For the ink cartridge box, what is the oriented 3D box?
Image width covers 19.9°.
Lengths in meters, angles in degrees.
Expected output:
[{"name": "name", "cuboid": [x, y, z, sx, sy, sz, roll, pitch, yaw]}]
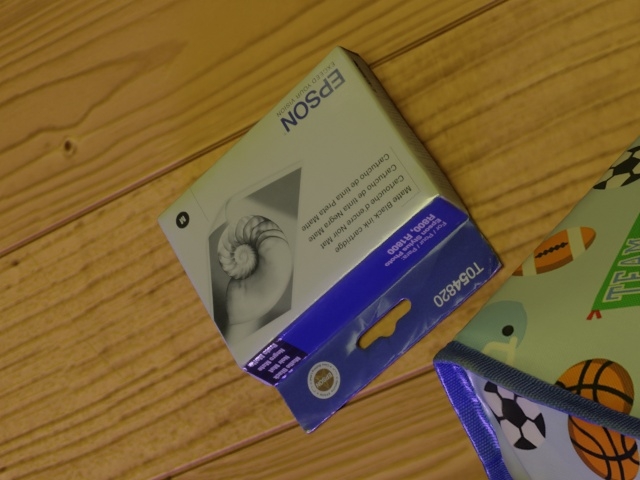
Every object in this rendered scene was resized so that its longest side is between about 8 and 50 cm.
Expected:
[{"name": "ink cartridge box", "cuboid": [0.000, 0.000, 1.437, 0.223, 0.045, 0.224, -43, 63, 19]}]

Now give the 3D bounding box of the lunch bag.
[{"name": "lunch bag", "cuboid": [0.323, 0.083, 1.019, 0.385, 0.239, 0.328, 16, 55, 44]}]
